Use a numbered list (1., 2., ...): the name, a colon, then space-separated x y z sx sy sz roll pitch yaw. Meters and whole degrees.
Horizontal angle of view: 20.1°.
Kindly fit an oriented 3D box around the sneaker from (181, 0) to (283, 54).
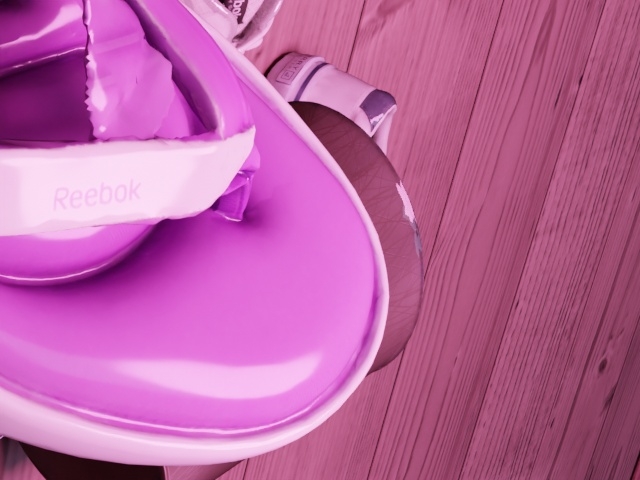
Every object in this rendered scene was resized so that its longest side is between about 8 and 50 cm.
1. sneaker: -0.083 -0.106 0.910 0.110 0.118 0.292 -38 146 -50

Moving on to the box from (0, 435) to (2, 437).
1. box: -0.174 -0.022 0.678 0.153 0.207 0.108 -41 147 -44

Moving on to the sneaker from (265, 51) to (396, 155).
1. sneaker: 0.000 0.000 1.215 0.094 0.091 0.258 -44 148 -41

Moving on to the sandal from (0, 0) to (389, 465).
1. sandal: -0.111 -0.060 0.522 0.416 0.102 0.169 36 57 -32

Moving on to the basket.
1. basket: -0.065 0.053 1.066 0.227 0.154 0.204 -38 143 -42
